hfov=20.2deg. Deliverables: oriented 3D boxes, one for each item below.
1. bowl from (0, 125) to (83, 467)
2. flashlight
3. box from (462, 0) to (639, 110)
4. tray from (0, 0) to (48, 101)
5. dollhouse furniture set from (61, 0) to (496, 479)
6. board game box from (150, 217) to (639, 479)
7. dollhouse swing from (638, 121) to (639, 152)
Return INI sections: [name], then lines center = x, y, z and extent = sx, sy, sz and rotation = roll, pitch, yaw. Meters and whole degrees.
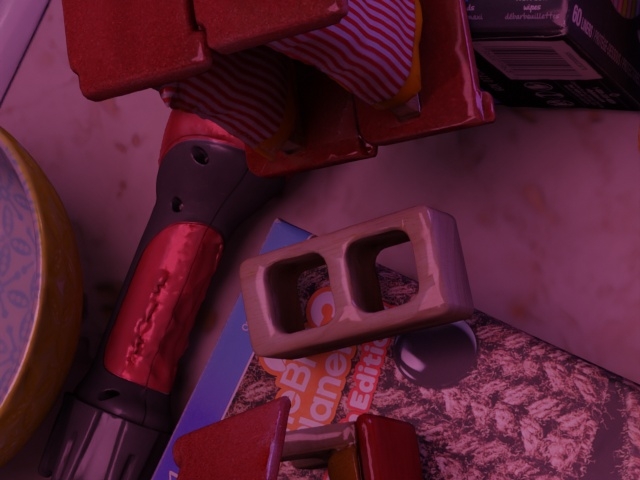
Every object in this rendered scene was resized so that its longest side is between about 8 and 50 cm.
[bowl]
center = -0.266, 0.053, 1.220
extent = 0.289, 0.156, 0.289
rotation = -7, 75, 24
[flashlight]
center = -0.092, 0.027, 1.182
extent = 0.103, 0.103, 0.304
rotation = 18, 84, 24
[box]
center = 0.127, -0.230, 1.106
extent = 0.143, 0.165, 0.270
rotation = 3, 80, 27
[tray]
center = -0.279, -0.176, 1.355
extent = 0.145, 0.030, 0.270
rotation = 24, 88, 26
[dollhouse furniture set]
center = 0.000, 0.000, 0.917
extent = 0.152, 0.201, 0.374
rotation = -16, 74, 24
[board game box]
center = 0.068, 0.155, 1.054
extent = 0.291, 0.141, 0.232
rotation = 24, 88, 27
[dollhouse swing]
center = 0.276, -0.109, 0.875
extent = 0.315, 0.305, 0.346
rotation = 10, 105, 26
